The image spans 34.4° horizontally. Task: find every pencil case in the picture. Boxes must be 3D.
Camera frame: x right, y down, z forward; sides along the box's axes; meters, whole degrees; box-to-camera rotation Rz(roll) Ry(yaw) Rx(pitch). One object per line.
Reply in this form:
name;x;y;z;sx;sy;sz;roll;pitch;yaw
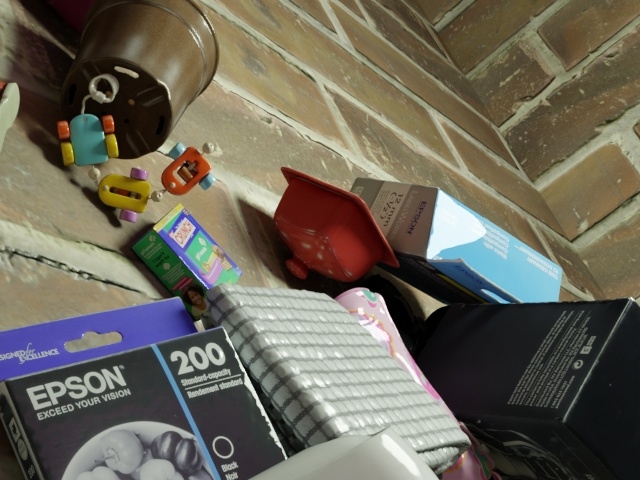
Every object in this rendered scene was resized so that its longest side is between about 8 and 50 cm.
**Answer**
pencil case;0.087;0.192;1.199;0.284;0.124;0.124;55;20;15

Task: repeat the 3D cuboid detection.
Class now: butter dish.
butter dish;0.000;0.000;1.363;0.160;0.118;0.160;26;-22;40

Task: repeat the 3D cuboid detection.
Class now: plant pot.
plant pot;-0.210;-0.185;1.172;0.167;0.167;0.165;43;29;-23

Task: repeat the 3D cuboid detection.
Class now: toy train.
toy train;-0.200;-0.092;1.103;0.166;0.125;0.046;42;-10;-13

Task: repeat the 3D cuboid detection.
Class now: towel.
towel;0.000;0.168;1.013;0.235;0.121;0.283;46;16;22

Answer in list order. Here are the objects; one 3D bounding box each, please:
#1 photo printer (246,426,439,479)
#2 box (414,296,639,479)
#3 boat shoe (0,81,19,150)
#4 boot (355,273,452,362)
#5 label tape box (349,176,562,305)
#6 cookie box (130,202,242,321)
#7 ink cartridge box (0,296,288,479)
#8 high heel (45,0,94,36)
photo printer;-0.007;0.277;0.653;0.307;0.107;0.256;-21;79;-33
box;0.323;0.247;1.285;0.343;0.312;0.179;45;65;-20
boat shoe;-0.319;-0.111;0.969;0.043;0.049;0.137;4;34;-3
boot;0.133;0.118;1.460;0.207;0.094;0.246;48;26;-20
label tape box;0.203;0.022;1.461;0.249;0.115;0.347;30;-9;-27
cookie box;-0.143;0.022;1.117;0.107;0.040;0.092;48;21;-7
ink cartridge box;-0.145;0.136;0.819;0.206;0.045;0.208;-11;61;-42
high heel;-0.383;-0.360;1.223;0.181;0.127;0.377;-37;93;-41
